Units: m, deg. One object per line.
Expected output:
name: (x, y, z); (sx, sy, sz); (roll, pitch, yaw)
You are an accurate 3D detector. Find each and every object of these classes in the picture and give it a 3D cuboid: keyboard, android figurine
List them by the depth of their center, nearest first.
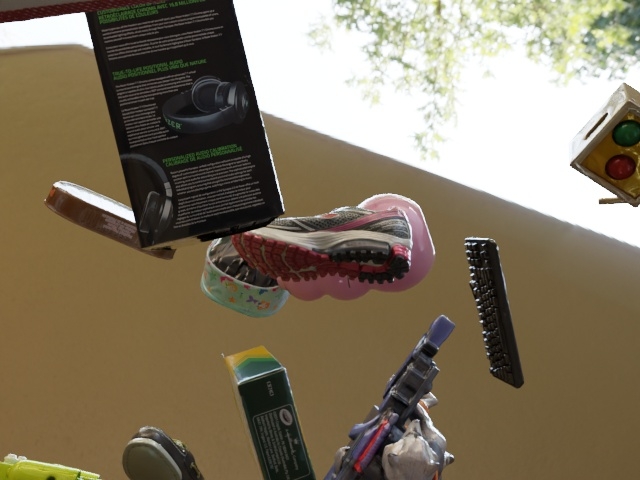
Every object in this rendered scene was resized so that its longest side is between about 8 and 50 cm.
keyboard: (0.209, 0.085, 0.792); (0.023, 0.108, 0.180); (-11, -87, -3)
android figurine: (-0.412, 0.373, 0.979); (0.272, 0.248, 0.056); (14, -113, -4)

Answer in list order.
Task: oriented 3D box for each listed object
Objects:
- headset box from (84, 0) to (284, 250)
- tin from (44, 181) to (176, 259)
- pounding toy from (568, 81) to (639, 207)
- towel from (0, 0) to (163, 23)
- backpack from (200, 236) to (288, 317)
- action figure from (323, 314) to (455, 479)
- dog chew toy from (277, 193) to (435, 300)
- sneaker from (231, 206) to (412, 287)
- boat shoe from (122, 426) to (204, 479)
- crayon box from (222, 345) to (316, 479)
headset box: (-0.140, -0.141, 0.650); (0.131, 0.246, 0.283); (-14, -89, -9)
tin: (-0.286, -0.028, 0.890); (0.189, 0.040, 0.106); (26, -171, -25)
pounding toy: (0.489, -0.102, 0.979); (0.206, 0.181, 0.094); (32, -143, -3)
towel: (-0.143, -0.181, 0.185); (0.236, 0.329, 0.037); (-16, -106, -22)
backpack: (-0.159, 0.068, 1.492); (0.225, 0.191, 0.254); (22, -149, 3)
action figure: (0.154, 0.298, 0.985); (0.178, 0.330, 0.341); (34, -90, 12)
dog chew toy: (0.066, 0.032, 1.336); (0.331, 0.207, 0.207); (-18, -133, 7)
sneaker: (0.000, 0.000, 1.046); (0.298, 0.121, 0.112); (4, -125, 7)
boat shoe: (-0.217, 0.325, 0.905); (0.081, 0.228, 0.069); (3, -137, 12)
crayon box: (-0.097, 0.303, 1.110); (0.083, 0.323, 0.203); (-16, -88, -13)
